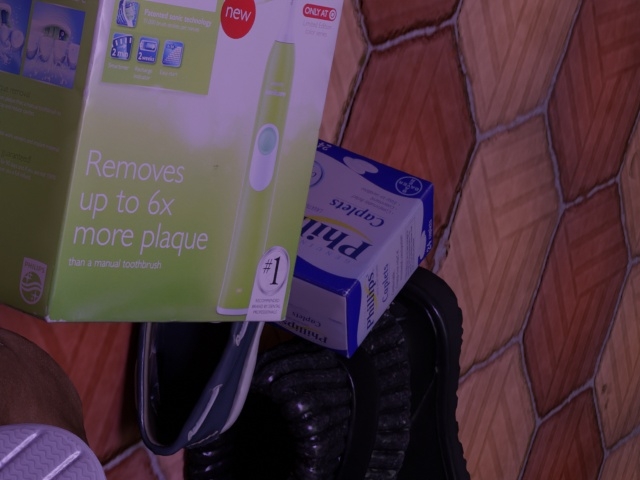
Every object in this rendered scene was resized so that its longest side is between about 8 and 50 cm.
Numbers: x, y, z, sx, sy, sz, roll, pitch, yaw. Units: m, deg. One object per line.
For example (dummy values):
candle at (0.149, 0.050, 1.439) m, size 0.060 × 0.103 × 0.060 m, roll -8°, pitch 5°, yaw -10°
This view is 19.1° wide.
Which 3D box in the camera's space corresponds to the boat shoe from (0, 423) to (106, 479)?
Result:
boat shoe at (-0.258, 0.230, 1.069) m, size 0.335 × 0.121 × 0.119 m, roll -38°, pitch 160°, yaw -11°

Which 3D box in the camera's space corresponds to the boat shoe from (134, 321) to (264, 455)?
boat shoe at (-0.084, 0.030, 1.346) m, size 0.079 × 0.095 × 0.254 m, roll -29°, pitch 138°, yaw -67°

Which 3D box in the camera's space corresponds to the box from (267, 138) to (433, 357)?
box at (0.000, 0.000, 1.432) m, size 0.137 × 0.126 × 0.072 m, roll -52°, pitch 154°, yaw -37°

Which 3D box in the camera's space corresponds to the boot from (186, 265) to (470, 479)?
boot at (0.009, 0.208, 1.552) m, size 0.260 × 0.131 × 0.348 m, roll -38°, pitch 130°, yaw -52°

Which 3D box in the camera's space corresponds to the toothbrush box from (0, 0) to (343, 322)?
toothbrush box at (-0.105, -0.098, 1.177) m, size 0.206 × 0.122 × 0.283 m, roll 4°, pitch 99°, yaw -49°

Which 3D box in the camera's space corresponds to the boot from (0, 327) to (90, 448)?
boot at (-0.228, 0.092, 1.141) m, size 0.305 × 0.112 × 0.115 m, roll 52°, pitch 28°, yaw -50°
